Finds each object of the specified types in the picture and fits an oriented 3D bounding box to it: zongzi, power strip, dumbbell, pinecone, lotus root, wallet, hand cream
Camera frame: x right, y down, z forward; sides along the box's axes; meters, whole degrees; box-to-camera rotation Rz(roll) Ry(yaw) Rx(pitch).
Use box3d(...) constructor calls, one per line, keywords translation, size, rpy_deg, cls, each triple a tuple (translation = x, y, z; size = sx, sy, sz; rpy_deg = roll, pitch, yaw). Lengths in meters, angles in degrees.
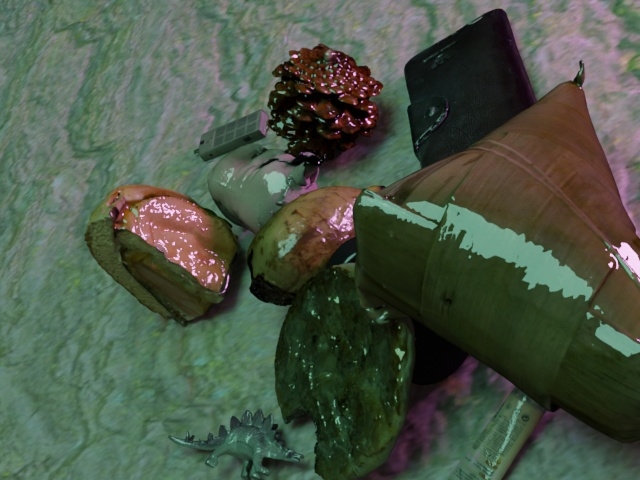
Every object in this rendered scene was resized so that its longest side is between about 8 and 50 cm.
box3d(translation=(0.300, 0.024, 1.207), size=(0.447, 0.181, 0.418), rpy_deg=(34, 54, 25), cls="zongzi")
box3d(translation=(-0.138, -0.158, 1.886), size=(0.136, 0.019, 0.051), rpy_deg=(-19, 45, 26), cls="power strip")
box3d(translation=(0.086, 0.076, 1.410), size=(0.100, 0.100, 0.191), rpy_deg=(-43, 38, -2), cls="dumbbell")
box3d(translation=(0.000, -0.181, 1.691), size=(0.173, 0.173, 0.173), rpy_deg=(-23, 42, 22), cls="pinecone")
box3d(translation=(0.000, 0.000, 1.536), size=(0.214, 0.138, 0.138), rpy_deg=(-38, 36, -21), cls="lotus root")
box3d(translation=(0.194, -0.175, 1.604), size=(0.172, 0.045, 0.318), rpy_deg=(-25, 40, 17), cls="wallet")
box3d(translation=(0.180, 0.213, 1.258), size=(0.061, 0.039, 0.143), rpy_deg=(33, 87, 44), cls="hand cream")

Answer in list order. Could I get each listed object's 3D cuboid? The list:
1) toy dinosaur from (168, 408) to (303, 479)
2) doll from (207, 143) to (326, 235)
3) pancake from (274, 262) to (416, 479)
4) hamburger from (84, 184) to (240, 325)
box3d(translation=(-0.098, 0.238, 1.456), size=(0.209, 0.039, 0.082), rpy_deg=(-2, 52, 39), cls="toy dinosaur")
box3d(translation=(-0.073, -0.065, 1.660), size=(0.192, 0.095, 0.149), rpy_deg=(22, 100, 42), cls="doll")
box3d(translation=(0.027, 0.140, 1.359), size=(0.253, 0.037, 0.253), rpy_deg=(-17, 69, 54), cls="pancake")
box3d(translation=(-0.223, 0.000, 1.656), size=(0.135, 0.208, 0.155), rpy_deg=(-31, 38, 41), cls="hamburger")
